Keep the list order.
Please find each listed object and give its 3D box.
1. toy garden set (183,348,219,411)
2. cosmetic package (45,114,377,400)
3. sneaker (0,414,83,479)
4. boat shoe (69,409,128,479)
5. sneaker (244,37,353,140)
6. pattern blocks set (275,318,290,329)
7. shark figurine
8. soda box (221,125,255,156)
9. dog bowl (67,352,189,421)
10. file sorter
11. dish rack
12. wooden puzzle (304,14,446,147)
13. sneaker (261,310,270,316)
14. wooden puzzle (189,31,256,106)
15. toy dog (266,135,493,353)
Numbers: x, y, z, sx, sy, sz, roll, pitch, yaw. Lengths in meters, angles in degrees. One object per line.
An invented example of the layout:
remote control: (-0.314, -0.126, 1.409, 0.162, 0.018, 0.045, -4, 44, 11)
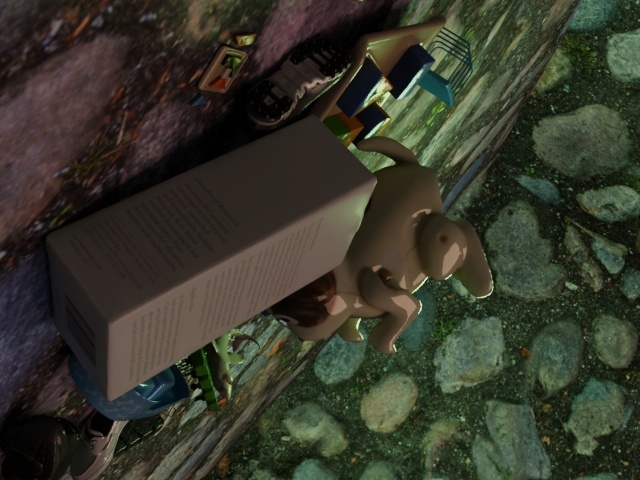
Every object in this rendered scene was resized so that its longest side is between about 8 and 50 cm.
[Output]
toy garden set: (-0.252, 0.198, 1.509, 0.049, 0.203, 0.244, -15, 151, -9)
cosmetic package: (-0.153, 0.015, 1.158, 0.453, 0.161, 0.230, -29, 156, -32)
sneaker: (-0.468, 0.348, 1.354, 0.130, 0.109, 0.286, -49, 178, -39)
boat shoe: (-0.441, 0.377, 1.571, 0.226, 0.083, 0.076, -62, 156, -4)
sneaker: (-0.041, -0.233, 1.232, 0.234, 0.078, 0.106, -45, 174, -31)
pattern blocks set: (-0.027, 0.011, 1.630, 0.325, 0.285, 0.026, -49, -149, -15)
shark figurine: (-0.250, 0.260, 1.890, 0.116, 0.166, 0.278, -28, -168, 16)
soda box: (-0.137, -0.101, 1.292, 0.063, 0.058, 0.183, -29, 156, -57)
dog bowl: (-0.327, 0.230, 1.355, 0.074, 0.166, 0.297, -40, 167, 2)
file sorter: (0.263, -0.387, 1.734, 0.104, 0.118, 0.170, -56, 167, 3)
dish rack: (-0.363, 0.339, 1.721, 0.271, 0.074, 0.208, -57, 167, 18)
wooden puzzle: (0.088, -0.260, 1.481, 0.348, 0.080, 0.322, -36, 168, -51)
sneaker: (-0.139, 0.148, 1.960, 0.084, 0.058, 0.152, -45, 163, -47)
wooden puzzle: (-0.129, -0.229, 1.066, 0.116, 0.014, 0.078, -56, 166, 22)
toy dog: (0.074, 0.037, 1.517, 0.408, 0.284, 0.395, -26, 118, -21)
